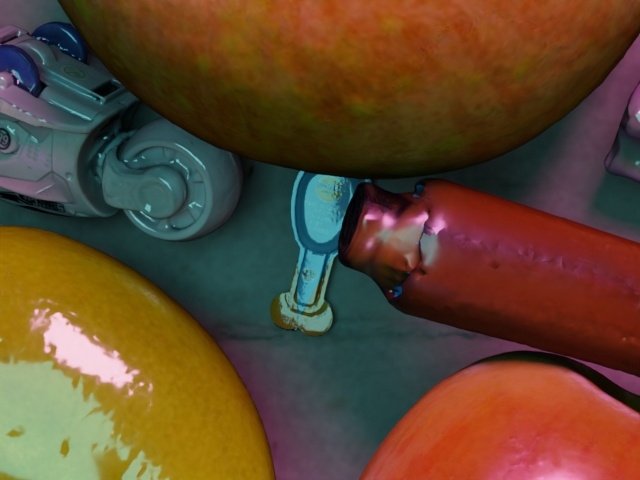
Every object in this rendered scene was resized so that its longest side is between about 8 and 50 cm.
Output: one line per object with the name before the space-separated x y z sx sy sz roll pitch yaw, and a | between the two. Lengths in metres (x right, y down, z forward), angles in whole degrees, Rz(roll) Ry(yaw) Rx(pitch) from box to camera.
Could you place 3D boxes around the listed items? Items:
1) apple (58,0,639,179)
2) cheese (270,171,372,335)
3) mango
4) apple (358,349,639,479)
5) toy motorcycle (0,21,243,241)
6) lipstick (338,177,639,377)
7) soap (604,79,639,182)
apple | 0.026 -0.193 0.847 0.340 0.339 0.339 0 88 12
cheese | 0.000 0.000 0.992 0.047 0.017 0.111 15 92 15
mango | -0.141 0.099 0.953 0.273 0.149 0.185 23 86 6
apple | 0.120 0.184 0.853 0.242 0.242 0.241 17 90 12
toy motorcycle | -0.164 -0.066 0.996 0.254 0.112 0.112 28 94 9
lipstick | 0.211 0.050 0.847 0.418 0.077 0.077 17 92 -10
soap | 0.264 -0.054 0.894 0.203 0.065 0.122 26 65 12
